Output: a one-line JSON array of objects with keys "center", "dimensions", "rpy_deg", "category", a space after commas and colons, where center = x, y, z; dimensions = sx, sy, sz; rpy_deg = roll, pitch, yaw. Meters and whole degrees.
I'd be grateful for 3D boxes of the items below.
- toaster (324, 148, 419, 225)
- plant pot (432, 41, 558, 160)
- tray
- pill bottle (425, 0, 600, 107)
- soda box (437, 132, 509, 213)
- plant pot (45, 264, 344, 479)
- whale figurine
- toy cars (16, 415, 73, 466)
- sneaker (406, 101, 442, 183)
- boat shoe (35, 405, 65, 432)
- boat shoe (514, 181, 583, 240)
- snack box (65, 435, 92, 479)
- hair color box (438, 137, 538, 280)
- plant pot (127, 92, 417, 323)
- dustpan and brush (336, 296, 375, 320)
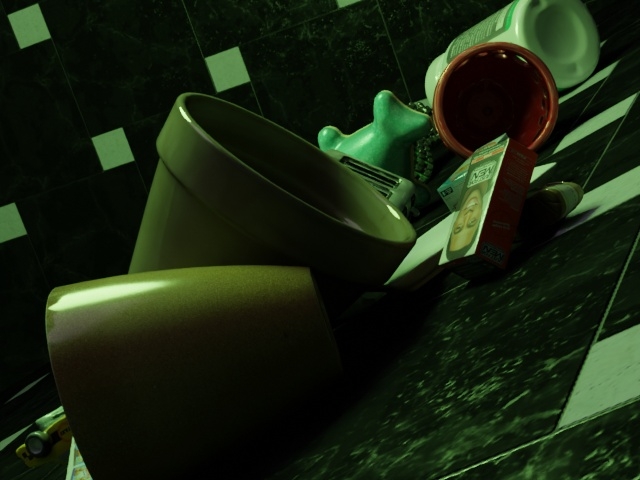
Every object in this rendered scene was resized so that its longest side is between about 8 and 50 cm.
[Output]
[{"center": [0.042, -0.043, 1.650], "dimensions": [0.168, 0.186, 0.110], "rpy_deg": [-47, -20, -70], "category": "toaster"}, {"center": [0.269, -0.213, 1.831], "dimensions": [0.191, 0.191, 0.174], "rpy_deg": [-33, 3, 3], "category": "plant pot"}, {"center": [0.172, -0.007, 1.445], "dimensions": [0.270, 0.030, 0.145], "rpy_deg": [-35, 8, -18], "category": "tray"}, {"center": [0.377, -0.357, 2.342], "dimensions": [0.204, 0.204, 0.361], "rpy_deg": [-37, 7, -28], "category": "pill bottle"}, {"center": [0.231, -0.089, 1.632], "dimensions": [0.058, 0.063, 0.183], "rpy_deg": [-30, 7, 32], "category": "soda box"}, {"center": [-0.112, 0.123, 1.172], "dimensions": [0.254, 0.237, 0.237], "rpy_deg": [-17, 6, 1], "category": "plant pot"}, {"center": [0.081, -0.113, 1.901], "dimensions": [0.141, 0.216, 0.272], "rpy_deg": [-51, -6, -46], "category": "whale figurine"}, {"center": [-0.224, 0.211, 1.581], "dimensions": [0.394, 0.087, 0.176], "rpy_deg": [-31, -5, -18], "category": "toy cars"}, {"center": [0.160, -0.147, 2.346], "dimensions": [0.146, 0.134, 0.343], "rpy_deg": [-60, -7, 36], "category": "sneaker"}, {"center": [-0.406, 0.277, 2.010], "dimensions": [0.079, 0.081, 0.227], "rpy_deg": [-29, 8, 36], "category": "boat shoe"}, {"center": [0.237, -0.033, 1.258], "dimensions": [0.045, 0.050, 0.135], "rpy_deg": [-22, 2, -26], "category": "boat shoe"}, {"center": [-0.272, 0.239, 1.410], "dimensions": [0.064, 0.022, 0.178], "rpy_deg": [-19, 41, 15], "category": "snack box"}, {"center": [0.180, -0.033, 1.240], "dimensions": [0.072, 0.043, 0.141], "rpy_deg": [-24, 43, 60], "category": "hair color box"}, {"center": [-0.095, 0.025, 1.373], "dimensions": [0.280, 0.323, 0.323], "rpy_deg": [-57, 1, 13], "category": "plant pot"}, {"center": [-0.003, 0.096, 1.502], "dimensions": [0.147, 0.060, 0.211], "rpy_deg": [-40, 2, -39], "category": "dustpan and brush"}]
